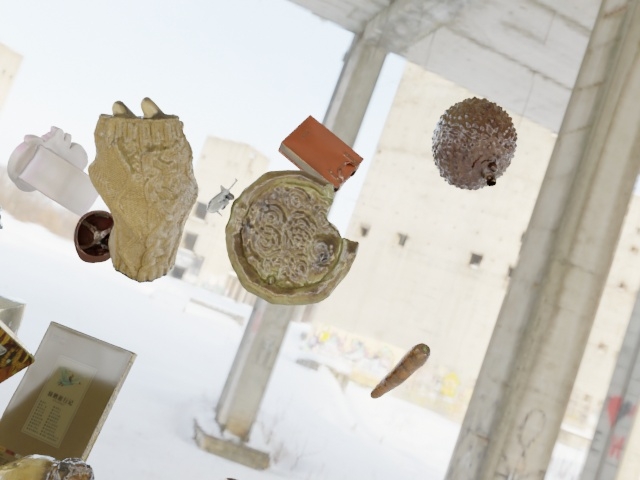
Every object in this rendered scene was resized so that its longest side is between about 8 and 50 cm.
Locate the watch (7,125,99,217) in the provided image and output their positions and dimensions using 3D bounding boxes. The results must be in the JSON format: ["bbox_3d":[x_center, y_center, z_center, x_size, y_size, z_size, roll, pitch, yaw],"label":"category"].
[{"bbox_3d":[-0.666,-0.172,2.014,0.231,0.196,0.244,29,-7,23],"label":"watch"}]

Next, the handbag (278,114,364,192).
[{"bbox_3d":[0.003,-0.218,1.956,0.190,0.127,0.063,41,-29,4],"label":"handbag"}]

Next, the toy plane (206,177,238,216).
[{"bbox_3d":[-0.323,-0.128,2.457,0.065,0.162,0.171,39,32,-16],"label":"toy plane"}]

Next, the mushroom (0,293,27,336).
[{"bbox_3d":[-0.911,0.341,2.060,0.126,0.397,0.177,15,-6,22],"label":"mushroom"}]

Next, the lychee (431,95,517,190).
[{"bbox_3d":[0.343,-0.207,1.693,0.200,0.200,0.238,26,33,-42],"label":"lychee"}]

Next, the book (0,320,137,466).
[{"bbox_3d":[-0.522,0.333,1.520,0.216,0.310,0.021,17,-19,20],"label":"book"}]

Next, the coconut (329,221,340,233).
[{"bbox_3d":[0.000,0.000,1.988,0.124,0.110,0.110,33,-12,-33],"label":"coconut"}]

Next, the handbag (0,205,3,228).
[{"bbox_3d":[-1.075,-0.079,2.235,0.268,0.100,0.274,-4,4,-21],"label":"handbag"}]

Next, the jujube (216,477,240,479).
[{"bbox_3d":[-0.207,0.737,1.888,0.276,0.276,0.377,18,-37,21],"label":"jujube"}]

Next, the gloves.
[{"bbox_3d":[-0.305,-0.090,1.380,0.155,0.357,0.203,20,35,29],"label":"gloves"}]

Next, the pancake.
[{"bbox_3d":[-0.050,-0.005,1.245,0.235,0.211,0.029,60,-3,12],"label":"pancake"}]

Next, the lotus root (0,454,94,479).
[{"bbox_3d":[-0.400,0.376,1.004,0.160,0.284,0.146,16,38,-57],"label":"lotus root"}]

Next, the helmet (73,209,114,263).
[{"bbox_3d":[-0.442,0.000,1.517,0.089,0.111,0.057,5,-19,-9],"label":"helmet"}]

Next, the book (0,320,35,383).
[{"bbox_3d":[-0.732,0.275,1.318,0.039,0.428,0.300,51,-17,18],"label":"book"}]

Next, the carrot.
[{"bbox_3d":[0.132,0.226,1.289,0.035,0.036,0.165,23,-52,-20],"label":"carrot"}]
